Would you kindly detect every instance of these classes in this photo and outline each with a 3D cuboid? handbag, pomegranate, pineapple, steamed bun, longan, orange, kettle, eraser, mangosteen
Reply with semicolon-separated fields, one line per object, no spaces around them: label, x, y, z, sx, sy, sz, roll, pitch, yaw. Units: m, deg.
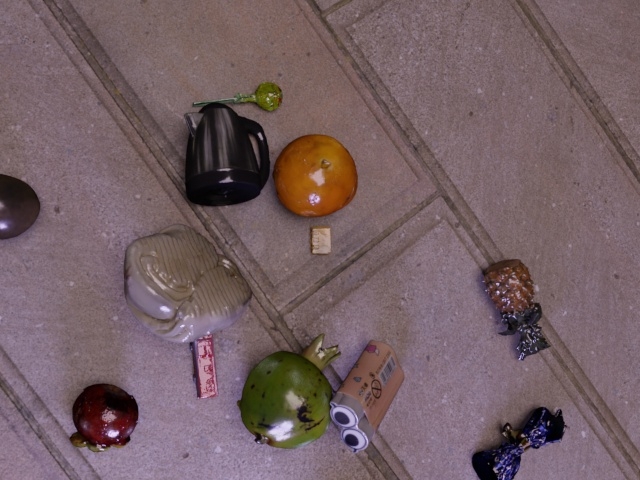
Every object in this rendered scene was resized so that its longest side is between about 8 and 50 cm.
handbag;0.000;0.000;2.038;0.061;0.027;0.083;2;83;-17
pomegranate;-0.069;0.401;1.855;0.260;0.260;0.340;42;70;-7
pineapple;0.603;0.219;2.143;0.170;0.141;0.310;-24;97;-23
steamed bun;-0.366;0.138;1.784;0.310;0.219;0.324;45;29;2
longan;-0.804;-0.085;1.741;0.187;0.167;0.167;-4;83;-39
orange;-0.015;-0.181;1.961;0.240;0.240;0.240;2;82;-17
kettle;-0.256;-0.253;1.910;0.251;0.207;0.271;-6;76;-11
eraser;0.134;0.418;1.903;0.290;0.087;0.171;-47;117;-53
mangosteen;-0.543;0.453;1.746;0.166;0.166;0.180;15;105;-14

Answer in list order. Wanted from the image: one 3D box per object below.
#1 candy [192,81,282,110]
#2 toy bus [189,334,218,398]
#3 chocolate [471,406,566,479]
candy;-0.239;-0.409;2.013;0.262;0.073;0.077;-9;66;-11
toy bus;-0.311;0.327;1.870;0.065;0.077;0.192;-5;84;-20
chocolate;0.612;0.604;2.089;0.343;0.126;0.148;-31;81;-19
